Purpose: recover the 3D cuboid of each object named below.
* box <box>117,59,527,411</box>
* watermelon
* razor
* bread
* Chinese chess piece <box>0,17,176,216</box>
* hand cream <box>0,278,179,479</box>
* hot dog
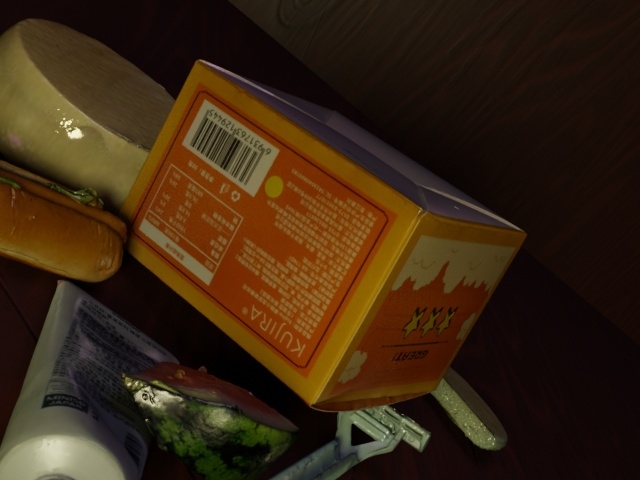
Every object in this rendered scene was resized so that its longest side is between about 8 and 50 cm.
[{"bbox_3d":[0.000,0.000,0.987,0.283,0.214,0.259,37,13,28],"label":"box"},{"bbox_3d":[-0.078,0.130,0.769,0.119,0.063,0.245,43,1,13],"label":"watermelon"},{"bbox_3d":[0.001,0.196,0.888,0.111,0.056,0.278,33,20,17],"label":"razor"},{"bbox_3d":[0.175,0.204,1.290,0.193,0.036,0.112,49,12,34],"label":"bread"},{"bbox_3d":[-0.239,-0.123,1.054,0.250,0.097,0.251,37,17,-13],"label":"Chinese chess piece"},{"bbox_3d":[-0.163,0.115,0.707,0.124,0.078,0.341,37,9,-13],"label":"hand cream"},{"bbox_3d":[-0.257,-0.031,0.818,0.249,0.068,0.100,23,18,-49],"label":"hot dog"}]
